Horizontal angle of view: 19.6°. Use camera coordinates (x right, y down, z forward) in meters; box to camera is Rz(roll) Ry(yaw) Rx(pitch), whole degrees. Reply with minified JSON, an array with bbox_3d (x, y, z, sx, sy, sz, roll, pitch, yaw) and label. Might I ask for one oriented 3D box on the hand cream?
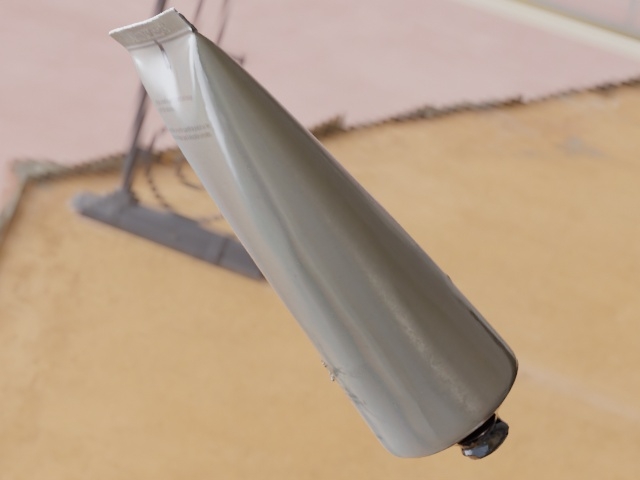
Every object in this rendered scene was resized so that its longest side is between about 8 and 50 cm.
[{"bbox_3d":[0.000,0.000,0.607,0.054,0.186,0.087,-42,14,-13],"label":"hand cream"}]
